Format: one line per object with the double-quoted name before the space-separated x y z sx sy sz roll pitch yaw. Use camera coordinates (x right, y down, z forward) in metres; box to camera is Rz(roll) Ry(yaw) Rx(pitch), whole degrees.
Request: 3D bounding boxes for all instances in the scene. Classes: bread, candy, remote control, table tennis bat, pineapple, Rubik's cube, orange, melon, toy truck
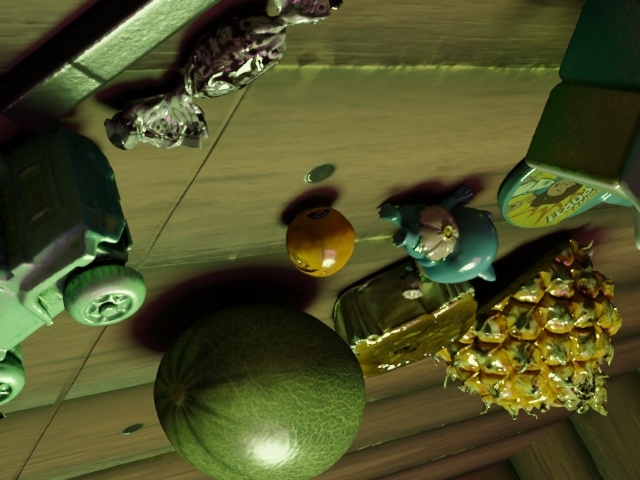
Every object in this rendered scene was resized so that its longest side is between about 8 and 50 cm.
"bread" 0.129 0.115 1.481 0.209 0.110 0.192 -24 155 -3
"candy" -0.082 -0.144 0.813 0.226 0.051 0.094 -37 149 21
"remote control" -0.142 -0.159 0.749 0.245 0.025 0.063 -33 152 17
"table tennis bat" 0.377 -0.084 1.410 0.215 0.044 0.329 -41 150 29
"pineapple" 0.360 0.206 1.620 0.344 0.286 0.209 -42 176 33
"Rubik's cube" 0.400 -0.129 0.933 0.387 0.368 0.358 -39 152 21
"orange" 0.000 0.001 1.152 0.083 0.084 0.083 -21 156 -10
"melon" -0.078 0.200 1.290 0.237 0.238 0.301 -37 149 25
"toy truck" -0.283 0.029 0.846 0.278 0.155 0.156 -35 146 20

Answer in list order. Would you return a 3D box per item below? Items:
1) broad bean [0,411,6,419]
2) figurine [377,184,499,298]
"broad bean" -0.491 0.226 1.182 0.226 0.039 0.069 -5 155 -41
"figurine" 0.140 0.003 1.285 0.178 0.114 0.144 16 142 -41
